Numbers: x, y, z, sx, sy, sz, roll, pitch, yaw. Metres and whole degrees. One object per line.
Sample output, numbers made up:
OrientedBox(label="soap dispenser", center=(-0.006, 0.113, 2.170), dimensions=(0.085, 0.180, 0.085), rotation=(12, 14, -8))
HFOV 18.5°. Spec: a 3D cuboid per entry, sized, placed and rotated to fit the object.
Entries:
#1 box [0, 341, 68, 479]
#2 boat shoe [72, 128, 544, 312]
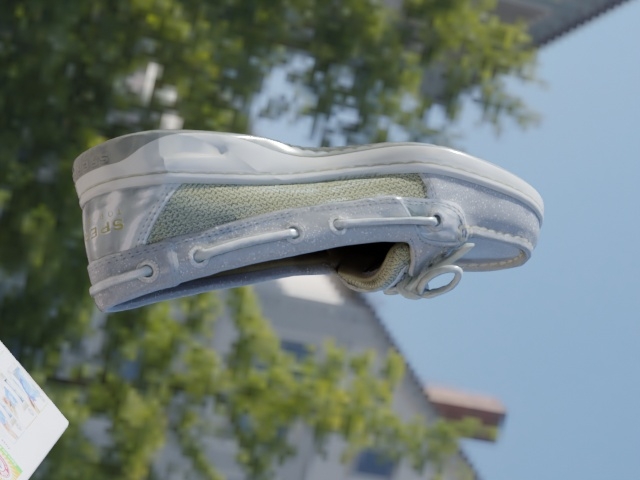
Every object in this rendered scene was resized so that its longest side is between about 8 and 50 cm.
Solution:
OrientedBox(label="box", center=(-0.279, 0.157, 1.458), dimensions=(0.114, 0.103, 0.203), rotation=(-38, -175, 9))
OrientedBox(label="boat shoe", center=(0.000, -0.001, 1.204), dimensions=(0.118, 0.320, 0.103), rotation=(-24, -114, 52))
